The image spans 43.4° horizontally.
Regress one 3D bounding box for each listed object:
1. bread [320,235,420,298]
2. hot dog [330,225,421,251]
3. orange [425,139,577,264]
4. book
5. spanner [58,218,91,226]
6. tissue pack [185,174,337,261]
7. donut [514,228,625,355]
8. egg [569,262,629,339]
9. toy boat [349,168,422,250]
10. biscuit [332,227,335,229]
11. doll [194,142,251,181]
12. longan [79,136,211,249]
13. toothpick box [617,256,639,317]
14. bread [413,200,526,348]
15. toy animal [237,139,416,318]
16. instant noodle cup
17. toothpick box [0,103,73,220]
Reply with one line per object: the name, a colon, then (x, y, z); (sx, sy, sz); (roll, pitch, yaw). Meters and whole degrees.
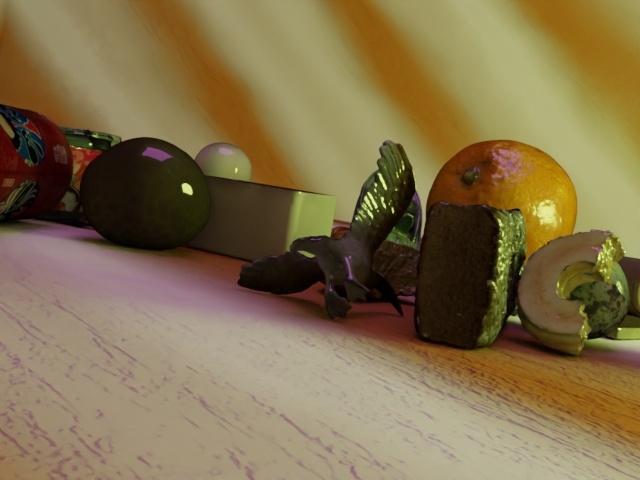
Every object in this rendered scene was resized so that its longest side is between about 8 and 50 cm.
bread: (0.067, 0.042, 1.176); (0.156, 0.086, 0.125); (10, -7, -39)
hot dog: (0.126, 0.021, 1.666); (0.269, 0.072, 0.109); (9, 2, -24)
orange: (0.368, -0.058, 1.647); (0.312, 0.312, 0.312); (9, 4, -1)
book: (0.393, 0.115, 1.319); (0.217, 0.021, 0.310); (6, 5, -43)
spanner: (-0.388, -0.022, 1.512); (0.208, 0.012, 0.046); (9, 3, -3)
tissue pack: (-0.116, -0.037, 1.467); (0.246, 0.136, 0.159); (11, 5, 28)
donut: (0.300, 0.064, 0.989); (0.108, 0.166, 0.065); (4, -32, 42)
egg: (0.350, 0.069, 1.093); (0.132, 0.132, 0.172); (8, 19, -11)
toy boat: (0.138, -0.056, 1.600); (0.141, 0.092, 0.319); (27, 38, -9)
biscuit: (0.000, 0.000, 1.744); (0.118, 0.061, 0.183); (10, 5, 28)
doll: (-0.220, -0.111, 1.753); (0.221, 0.221, 0.251); (9, 4, -4)
longan: (-0.287, -0.078, 1.332); (0.212, 0.198, 0.198); (8, 4, 5)
toothpick box: (0.601, 0.088, 1.506); (0.111, 0.111, 0.180); (9, 3, -6)
bread: (0.210, 0.033, 1.070); (0.113, 0.165, 0.416); (5, 3, 17)
toy animal: (0.031, 0.041, 0.992); (0.272, 0.197, 0.160); (-34, 9, 19)
instant noodle cup: (-0.533, -0.136, 1.579); (0.258, 0.181, 0.302); (5, 6, -40)
toothpick box: (-0.548, -0.126, 1.279); (0.204, 0.204, 0.333); (9, 4, 1)
